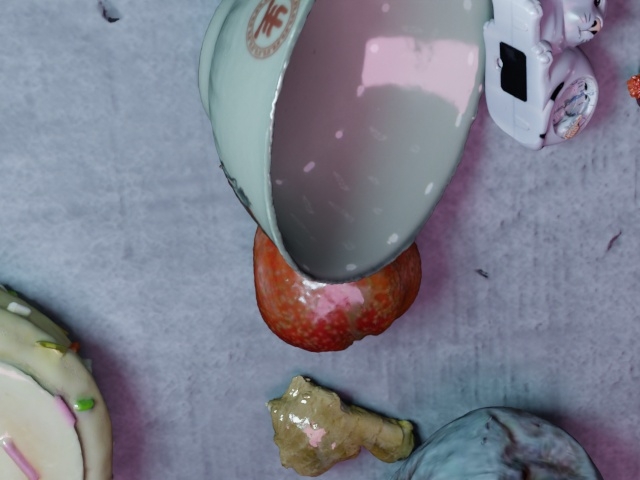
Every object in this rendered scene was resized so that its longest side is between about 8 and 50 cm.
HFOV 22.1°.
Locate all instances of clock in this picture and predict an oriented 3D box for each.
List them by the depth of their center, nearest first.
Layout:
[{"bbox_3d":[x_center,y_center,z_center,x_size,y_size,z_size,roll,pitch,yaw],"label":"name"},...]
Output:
[{"bbox_3d":[0.214,-0.169,1.481,0.117,0.080,0.176,-30,135,-27],"label":"clock"}]

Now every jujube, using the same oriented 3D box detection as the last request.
[{"bbox_3d":[0.164,0.329,1.668,0.215,0.246,0.308,13,133,-16],"label":"jujube"}]

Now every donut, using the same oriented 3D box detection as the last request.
[{"bbox_3d":[-0.374,0.169,1.587,0.371,0.150,0.307,20,116,-15],"label":"donut"}]

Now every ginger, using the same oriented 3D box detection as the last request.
[{"bbox_3d":[0.018,0.207,1.686,0.165,0.067,0.096,24,93,-17],"label":"ginger"}]

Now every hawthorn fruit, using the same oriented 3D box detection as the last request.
[{"bbox_3d":[0.000,0.000,1.537,0.162,0.162,0.203,-21,101,7],"label":"hawthorn fruit"}]

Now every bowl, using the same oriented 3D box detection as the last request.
[{"bbox_3d":[0.000,-0.144,1.405,0.157,0.337,0.337,22,125,30],"label":"bowl"}]

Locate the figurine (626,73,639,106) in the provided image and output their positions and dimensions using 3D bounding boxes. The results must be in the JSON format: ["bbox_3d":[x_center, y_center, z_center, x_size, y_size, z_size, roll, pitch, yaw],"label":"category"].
[{"bbox_3d":[0.339,-0.152,1.520,0.106,0.047,0.060,-30,134,8],"label":"figurine"}]
